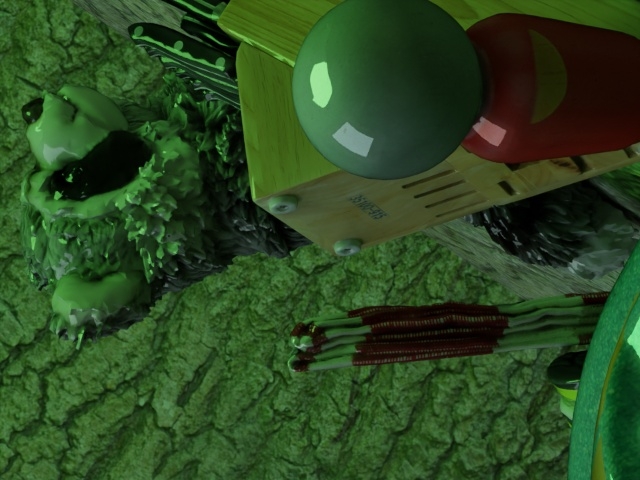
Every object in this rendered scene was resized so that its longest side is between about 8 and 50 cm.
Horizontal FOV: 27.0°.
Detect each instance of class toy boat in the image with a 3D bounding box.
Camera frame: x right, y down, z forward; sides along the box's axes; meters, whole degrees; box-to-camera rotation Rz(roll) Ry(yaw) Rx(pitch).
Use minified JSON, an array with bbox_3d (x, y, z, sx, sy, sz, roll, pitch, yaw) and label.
[{"bbox_3d":[0.110,0.018,0.407,0.148,0.268,0.318,-2,-144,-29],"label":"toy boat"}]

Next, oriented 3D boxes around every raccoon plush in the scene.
[{"bbox_3d":[0.000,0.000,0.960,0.446,0.299,0.216,33,179,-8],"label":"raccoon plush"}]

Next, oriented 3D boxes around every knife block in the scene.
[{"bbox_3d":[0.031,-0.128,0.672,0.275,0.242,0.088,-18,154,23],"label":"knife block"}]

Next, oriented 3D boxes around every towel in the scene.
[{"bbox_3d":[0.143,0.047,0.872,0.328,0.037,0.237,-6,177,0],"label":"towel"}]

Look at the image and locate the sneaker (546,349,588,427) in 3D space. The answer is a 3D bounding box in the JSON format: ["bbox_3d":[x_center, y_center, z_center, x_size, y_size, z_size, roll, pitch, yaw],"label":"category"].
[{"bbox_3d":[0.224,0.117,0.820,0.111,0.121,0.300,-6,178,35],"label":"sneaker"}]
